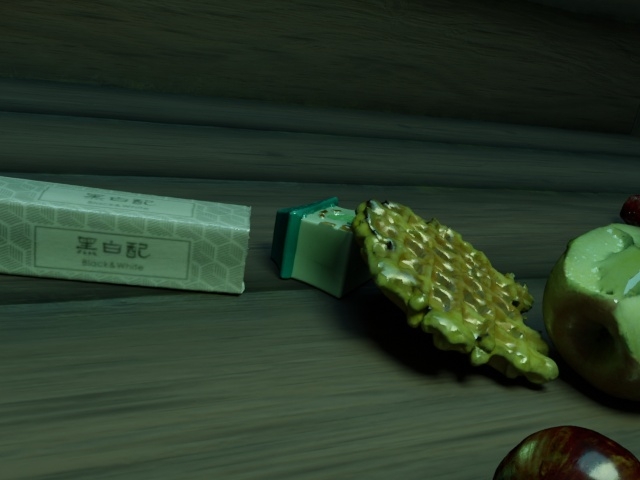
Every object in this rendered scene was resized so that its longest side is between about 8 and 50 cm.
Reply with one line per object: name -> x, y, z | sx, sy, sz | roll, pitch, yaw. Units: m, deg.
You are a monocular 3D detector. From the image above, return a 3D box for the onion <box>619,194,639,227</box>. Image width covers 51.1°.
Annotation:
onion -> 0.714, -0.060, 1.462 | 0.107, 0.097, 0.107 | 26, 6, -3

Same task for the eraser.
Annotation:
eraser -> -0.289, -0.011, 0.824 | 0.404, 0.098, 0.096 | 6, 20, -11

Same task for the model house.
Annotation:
model house -> 0.000, 0.000, 0.937 | 0.149, 0.100, 0.127 | 17, 20, 25

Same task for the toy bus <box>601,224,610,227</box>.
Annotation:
toy bus -> 0.515, 0.091, 0.883 | 0.329, 0.143, 0.153 | 24, 14, 38

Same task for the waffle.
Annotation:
waffle -> 0.164, 0.054, 0.821 | 0.282, 0.058, 0.300 | 23, 25, -23

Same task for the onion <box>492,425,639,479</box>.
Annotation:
onion -> 0.184, 0.191, 0.486 | 0.117, 0.118, 0.119 | 26, 25, 29

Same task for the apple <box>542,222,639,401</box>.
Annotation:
apple -> 0.352, 0.083, 0.765 | 0.188, 0.174, 0.207 | -19, 74, -20
